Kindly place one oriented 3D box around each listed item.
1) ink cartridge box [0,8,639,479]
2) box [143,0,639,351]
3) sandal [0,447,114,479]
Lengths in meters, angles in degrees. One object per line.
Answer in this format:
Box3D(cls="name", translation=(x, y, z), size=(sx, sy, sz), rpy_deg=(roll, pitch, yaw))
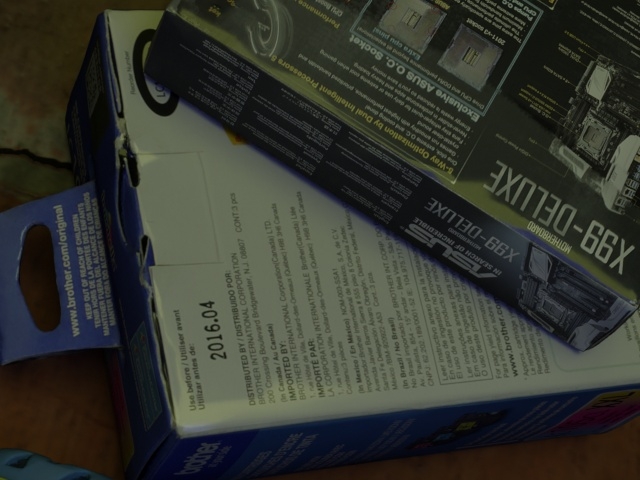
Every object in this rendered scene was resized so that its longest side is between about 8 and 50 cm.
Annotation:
Box3D(cls="ink cartridge box", translation=(0.000, 0.000, 0.912), size=(0.395, 0.151, 0.270), rpy_deg=(-3, 67, -21))
Box3D(cls="box", translation=(0.089, -0.117, 0.869), size=(0.307, 0.076, 0.242), rpy_deg=(32, 60, -2))
Box3D(cls="sandal", translation=(-0.059, 0.204, 0.822), size=(0.317, 0.126, 0.138), rpy_deg=(28, 36, 6))
